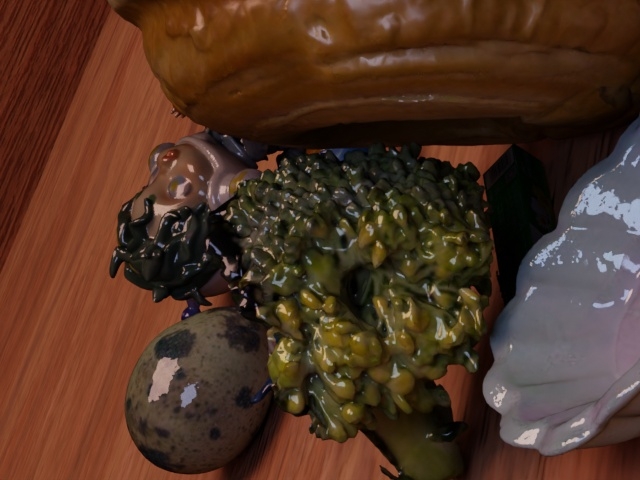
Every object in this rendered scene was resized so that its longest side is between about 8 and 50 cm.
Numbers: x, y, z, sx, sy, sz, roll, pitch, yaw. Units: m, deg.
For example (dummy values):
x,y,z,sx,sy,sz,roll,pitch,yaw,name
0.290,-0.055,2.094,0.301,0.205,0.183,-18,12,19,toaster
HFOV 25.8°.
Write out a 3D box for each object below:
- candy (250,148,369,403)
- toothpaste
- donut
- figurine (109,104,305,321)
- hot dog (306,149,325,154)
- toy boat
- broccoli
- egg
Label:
x,y,z,sx,sy,sz,roll,pitch,yaw,name
0.000,0.000,1.310,0.187,0.077,0.331,-46,25,23,candy
0.159,-0.006,1.089,0.043,0.037,0.178,-46,25,29,toothpaste
0.069,-0.170,0.985,0.449,0.449,0.198,175,94,-66,donut
-0.110,-0.093,1.628,0.382,0.186,0.261,-62,16,-5,figurine
0.023,-0.119,1.565,0.133,0.041,0.056,-57,19,34,hot dog
0.213,0.010,0.847,0.290,0.100,0.199,-62,21,3,toy boat
0.066,0.037,0.983,0.180,0.273,0.242,-37,7,23,broccoli
-0.117,0.147,1.404,0.181,0.141,0.141,-57,19,-11,egg
